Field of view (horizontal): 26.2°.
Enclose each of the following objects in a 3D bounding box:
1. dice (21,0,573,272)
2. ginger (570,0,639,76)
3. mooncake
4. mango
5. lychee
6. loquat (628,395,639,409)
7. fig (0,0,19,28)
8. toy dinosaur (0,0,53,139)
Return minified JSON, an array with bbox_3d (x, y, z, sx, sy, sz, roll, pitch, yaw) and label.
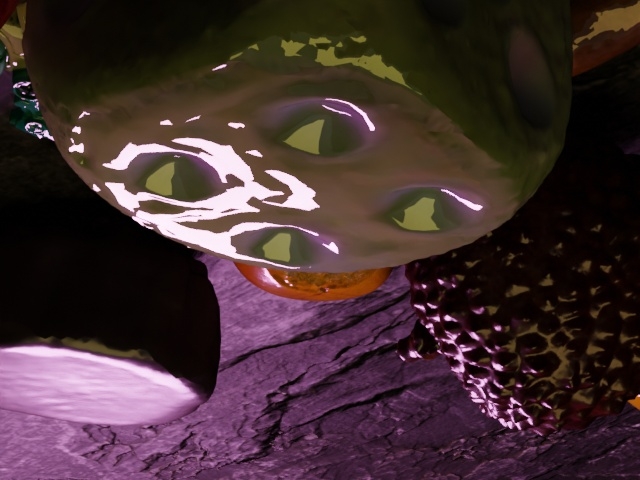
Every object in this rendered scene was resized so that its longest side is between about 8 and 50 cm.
[{"bbox_3d":[-0.006,-0.137,0.832,0.252,0.254,0.250,-14,146,32],"label":"dice"},{"bbox_3d":[0.186,-0.180,0.971,0.309,0.107,0.133,-20,163,30],"label":"ginger"},{"bbox_3d":[-0.234,0.082,1.321,0.283,0.141,0.283,3,155,1],"label":"mooncake"},{"bbox_3d":[-0.003,-0.005,1.259,0.141,0.102,0.217,-43,144,13],"label":"mango"},{"bbox_3d":[0.190,0.041,1.208,0.300,0.264,0.264,-33,143,23],"label":"lychee"},{"bbox_3d":[0.402,0.118,1.521,0.172,0.149,0.204,4,136,-16],"label":"loquat"},{"bbox_3d":[-0.257,-0.193,0.742,0.224,0.224,0.263,-14,145,13],"label":"fig"},{"bbox_3d":[-0.234,-0.156,0.945,0.259,0.094,0.153,15,144,-20],"label":"toy dinosaur"}]
